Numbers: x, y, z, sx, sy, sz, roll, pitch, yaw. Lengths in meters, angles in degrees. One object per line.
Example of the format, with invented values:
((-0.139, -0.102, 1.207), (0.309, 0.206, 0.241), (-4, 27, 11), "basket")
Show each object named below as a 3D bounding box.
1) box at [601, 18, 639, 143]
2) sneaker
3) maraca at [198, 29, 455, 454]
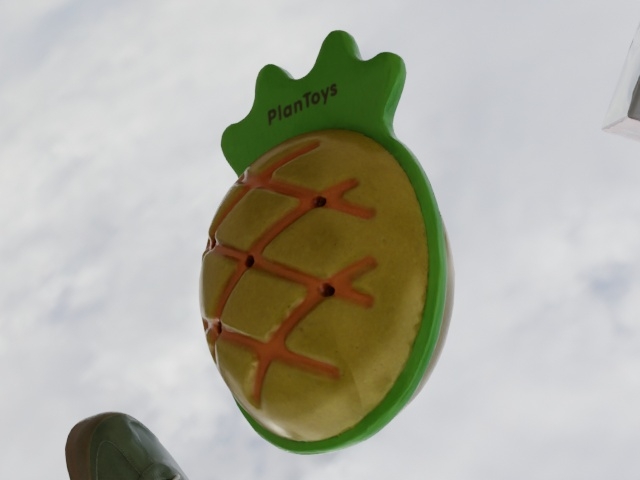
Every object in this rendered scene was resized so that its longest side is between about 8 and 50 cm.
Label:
((0.295, -0.094, 1.165), (0.130, 0.170, 0.091), (1, 108, -88), "box")
((-0.056, 0.169, 0.929), (0.086, 0.192, 0.064), (-20, -164, 43), "sneaker")
((0.000, 0.000, 0.726), (0.127, 0.099, 0.186), (-20, -116, 34), "maraca")
